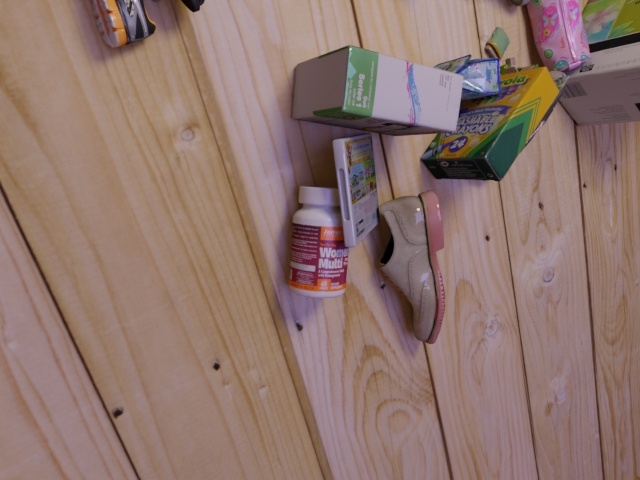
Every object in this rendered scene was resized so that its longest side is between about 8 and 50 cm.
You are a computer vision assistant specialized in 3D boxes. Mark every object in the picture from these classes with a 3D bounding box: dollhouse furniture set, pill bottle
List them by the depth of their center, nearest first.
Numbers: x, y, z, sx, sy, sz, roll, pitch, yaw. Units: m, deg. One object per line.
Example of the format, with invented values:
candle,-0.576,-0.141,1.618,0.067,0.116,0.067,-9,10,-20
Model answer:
pill bottle,0.000,0.000,0.961,0.121,0.121,0.220,-1,99,-30
dollhouse furniture set,0.501,-0.482,1.202,0.152,0.059,0.076,38,78,-29

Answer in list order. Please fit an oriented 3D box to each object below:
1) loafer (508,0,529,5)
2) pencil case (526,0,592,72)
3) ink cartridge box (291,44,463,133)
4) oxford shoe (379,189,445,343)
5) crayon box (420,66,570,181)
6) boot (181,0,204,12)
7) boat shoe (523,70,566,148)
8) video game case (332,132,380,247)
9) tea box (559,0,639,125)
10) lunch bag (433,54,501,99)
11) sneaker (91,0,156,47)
loafer,0.431,-0.667,1.074,0.111,0.112,0.319,-50,140,2
pencil case,0.616,-0.587,1.206,0.124,0.124,0.283,-29,109,-23
ink cartridge box,0.113,-0.287,0.930,0.279,0.201,0.116,1,99,-30
oxford shoe,0.217,0.075,1.118,0.147,0.140,0.396,-7,109,3
crayon box,0.410,-0.291,1.099,0.083,0.203,0.322,44,76,-28
boot,-0.159,-0.533,0.759,0.229,0.091,0.262,-20,108,-17
boat shoe,0.510,-0.298,1.208,0.335,0.112,0.095,-46,135,-2
video game case,0.080,-0.114,0.964,0.227,0.026,0.206,-38,123,-65
tea box,0.876,-0.515,1.255,0.220,0.329,0.323,34,80,-29
lunch bag,0.318,-0.373,1.076,0.151,0.129,0.096,-17,105,-25
sneaker,-0.329,-0.422,0.734,0.083,0.084,0.214,-25,114,-37
